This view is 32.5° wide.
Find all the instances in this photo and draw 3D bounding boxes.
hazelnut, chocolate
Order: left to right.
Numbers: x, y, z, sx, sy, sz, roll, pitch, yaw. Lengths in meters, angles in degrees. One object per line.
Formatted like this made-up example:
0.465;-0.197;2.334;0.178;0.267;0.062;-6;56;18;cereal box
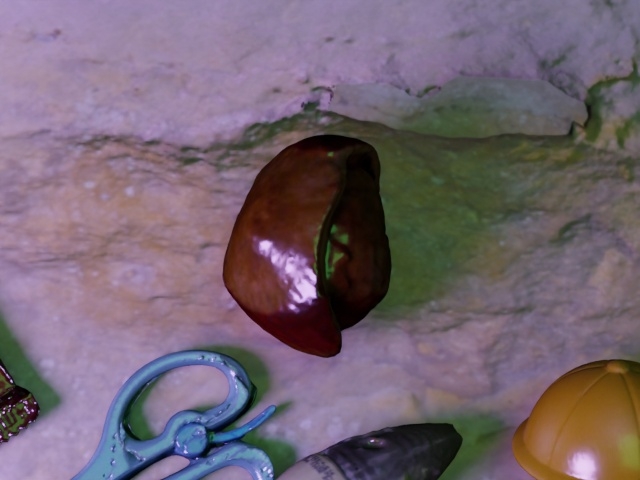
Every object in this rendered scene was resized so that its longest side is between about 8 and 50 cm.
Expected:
-0.335;0.110;1.014;0.086;0.028;0.182;-37;83;-9;chocolate
-0.001;-0.002;1.023;0.161;0.170;0.201;31;83;-2;hazelnut

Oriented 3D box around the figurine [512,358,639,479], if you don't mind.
0.284;0.237;1.013;0.192;0.167;0.256;-5;78;-25;figurine

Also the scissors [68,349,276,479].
-0.215;0.237;0.997;0.393;0.032;0.180;-24;80;-14;scissors

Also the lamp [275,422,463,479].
0.023;0.234;1.003;0.250;0.101;0.101;-24;80;-23;lamp
